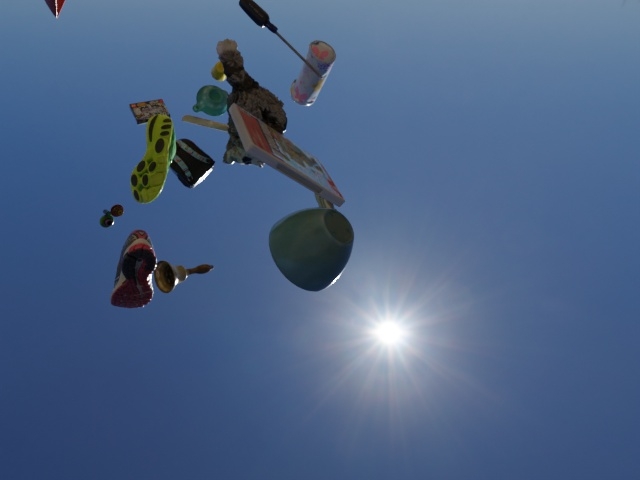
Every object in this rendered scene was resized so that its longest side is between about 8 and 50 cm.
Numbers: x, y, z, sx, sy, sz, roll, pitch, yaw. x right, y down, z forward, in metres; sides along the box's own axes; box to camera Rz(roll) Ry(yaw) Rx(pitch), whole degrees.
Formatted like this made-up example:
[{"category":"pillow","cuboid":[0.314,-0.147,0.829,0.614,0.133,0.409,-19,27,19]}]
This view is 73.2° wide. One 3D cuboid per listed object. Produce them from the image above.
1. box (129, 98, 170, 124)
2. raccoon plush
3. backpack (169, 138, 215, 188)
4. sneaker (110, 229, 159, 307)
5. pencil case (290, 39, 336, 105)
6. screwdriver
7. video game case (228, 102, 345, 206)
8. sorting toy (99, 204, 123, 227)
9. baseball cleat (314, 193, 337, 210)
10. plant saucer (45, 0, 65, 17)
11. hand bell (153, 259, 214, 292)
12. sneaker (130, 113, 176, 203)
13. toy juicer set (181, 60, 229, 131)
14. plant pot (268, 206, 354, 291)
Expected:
[{"category":"box","cuboid":[-0.706,-0.534,1.783,0.137,0.027,0.094,-22,-109,-28]},{"category":"raccoon plush","cuboid":[-0.309,-0.506,1.685,0.216,0.446,0.299,-18,-178,-39]},{"category":"backpack","cuboid":[-0.543,-0.318,1.760,0.158,0.173,0.117,-50,-168,-16]},{"category":"sneaker","cuboid":[-0.572,0.101,1.338,0.121,0.299,0.112,9,-142,-32]},{"category":"pencil case","cuboid":[-0.035,-0.682,1.767,0.114,0.273,0.124,-21,-103,-30]},{"category":"screwdriver","cuboid":[-0.058,-0.320,0.679,0.170,0.024,0.025,37,-119,-12]},{"category":"video game case","cuboid":[-0.077,-0.199,1.013,0.285,0.025,0.204,27,-155,-39]},{"category":"sorting toy","cuboid":[-0.761,-0.088,1.575,0.042,0.061,0.102,25,-105,35]},{"category":"baseball cleat","cuboid":[0.027,-0.160,1.849,0.072,0.109,0.205,-16,-113,24]},{"category":"plant saucer","cuboid":[-0.816,-0.889,1.353,0.048,0.259,0.258,16,-115,-24]},{"category":"hand bell","cuboid":[-0.520,0.126,1.715,0.126,0.126,0.242,26,-161,29]},{"category":"sneaker","cuboid":[-0.522,-0.255,1.396,0.110,0.123,0.295,12,-99,4]},{"category":"toy juicer set","cuboid":[-0.417,-0.566,1.802,0.209,0.089,0.329,30,-110,-21]},{"category":"plant pot","cuboid":[0.000,0.000,1.455,0.290,0.195,0.290,27,-137,-29]}]
